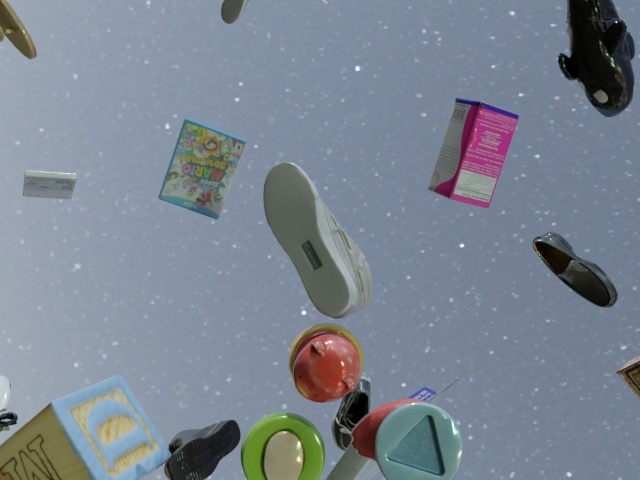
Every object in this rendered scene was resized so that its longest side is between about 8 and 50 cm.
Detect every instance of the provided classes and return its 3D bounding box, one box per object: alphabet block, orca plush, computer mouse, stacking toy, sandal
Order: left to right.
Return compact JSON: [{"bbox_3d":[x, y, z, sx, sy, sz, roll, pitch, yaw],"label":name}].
[{"bbox_3d":[-0.490,-0.331,0.958,0.240,0.079,0.088,55,-26,2],"label":"sandal"},{"bbox_3d":[-0.615,0.293,1.299,0.193,0.106,0.042,-138,-127,-63],"label":"computer mouse"},{"bbox_3d":[-0.430,0.391,1.265,0.197,0.192,0.193,-38,-101,21],"label":"alphabet block"},{"bbox_3d":[0.039,0.304,1.030,0.309,0.280,0.130,38,-7,0],"label":"stacking toy"},{"bbox_3d":[0.483,-0.355,1.158,0.102,0.151,0.287,-173,-97,-74],"label":"orca plush"}]

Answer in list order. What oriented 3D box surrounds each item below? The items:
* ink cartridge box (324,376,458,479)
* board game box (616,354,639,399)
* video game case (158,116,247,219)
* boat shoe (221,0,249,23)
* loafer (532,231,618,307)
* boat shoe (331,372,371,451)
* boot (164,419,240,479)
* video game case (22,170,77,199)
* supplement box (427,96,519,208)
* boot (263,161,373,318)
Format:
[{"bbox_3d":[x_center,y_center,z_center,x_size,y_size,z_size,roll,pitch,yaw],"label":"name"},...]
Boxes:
[{"bbox_3d":[0.165,0.472,1.710,0.071,0.324,0.330,41,-63,23],"label":"ink cartridge box"},{"bbox_3d":[0.638,0.254,1.238,0.147,0.045,0.193,53,-26,15],"label":"board game box"},{"bbox_3d":[-0.219,-0.131,1.297,0.015,0.119,0.166,-94,-154,-64],"label":"video game case"},{"bbox_3d":[-0.120,-0.376,1.077,0.035,0.035,0.100,44,-46,7],"label":"boat shoe"},{"bbox_3d":[0.430,0.054,1.199,0.170,0.061,0.062,46,-57,31],"label":"loafer"},{"bbox_3d":[0.105,0.555,2.158,0.105,0.113,0.306,-98,-160,-59],"label":"boat shoe"},{"bbox_3d":[-0.258,0.406,1.323,0.137,0.198,0.077,-15,-92,29],"label":"boot"},{"bbox_3d":[-0.496,-0.100,1.280,0.122,0.087,0.011,148,-59,-62],"label":"video game case"},{"bbox_3d":[0.341,-0.196,1.577,0.111,0.113,0.220,-139,-116,-65],"label":"supplement box"},{"bbox_3d":[0.000,0.000,1.112,0.095,0.123,0.258,-26,-101,22],"label":"boot"}]
